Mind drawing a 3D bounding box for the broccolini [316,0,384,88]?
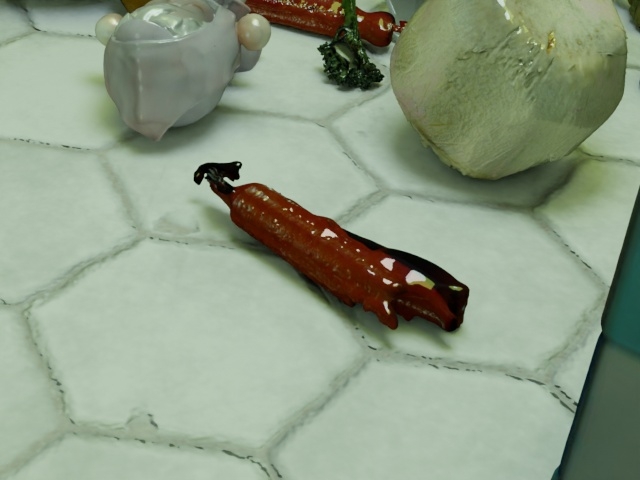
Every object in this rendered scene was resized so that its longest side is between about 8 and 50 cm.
[{"bbox_3d":[0.031,-0.282,1.372,0.057,0.071,0.254,-25,49,26],"label":"broccolini"}]

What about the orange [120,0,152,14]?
[{"bbox_3d":[-0.211,-0.305,1.381,0.085,0.085,0.085,5,35,-4],"label":"orange"}]

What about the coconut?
[{"bbox_3d":[0.188,-0.173,1.161,0.227,0.230,0.227,13,57,-20],"label":"coconut"}]

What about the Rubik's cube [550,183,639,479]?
[{"bbox_3d":[0.375,0.099,0.684,0.347,0.347,0.344,30,39,27],"label":"Rubik's cube"}]

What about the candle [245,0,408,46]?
[{"bbox_3d":[-0.039,-0.296,1.425,0.329,0.048,0.051,17,51,14],"label":"candle"}]

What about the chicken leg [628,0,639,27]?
[{"bbox_3d":[0.460,-0.342,1.559,0.103,0.088,0.227,-29,51,-23],"label":"chicken leg"}]

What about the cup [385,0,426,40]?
[{"bbox_3d":[0.239,-0.363,1.400,0.257,0.219,0.289,-21,12,-35],"label":"cup"}]

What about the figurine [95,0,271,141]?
[{"bbox_3d":[-0.140,-0.209,1.216,0.200,0.133,0.276,5,28,17],"label":"figurine"}]

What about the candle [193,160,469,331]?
[{"bbox_3d":[0.000,0.000,1.003,0.301,0.059,0.084,31,29,27],"label":"candle"}]
